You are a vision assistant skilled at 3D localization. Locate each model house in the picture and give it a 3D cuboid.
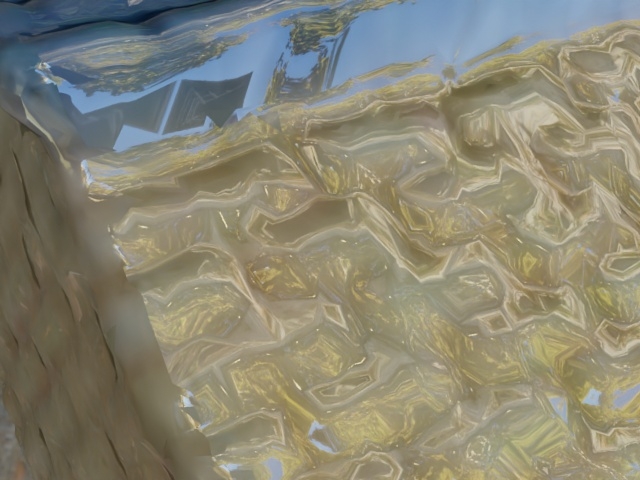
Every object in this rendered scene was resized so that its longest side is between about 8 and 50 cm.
[{"bbox_3d":[0.000,0.000,0.566,0.400,0.395,0.445,60,-29,10],"label":"model house"}]
